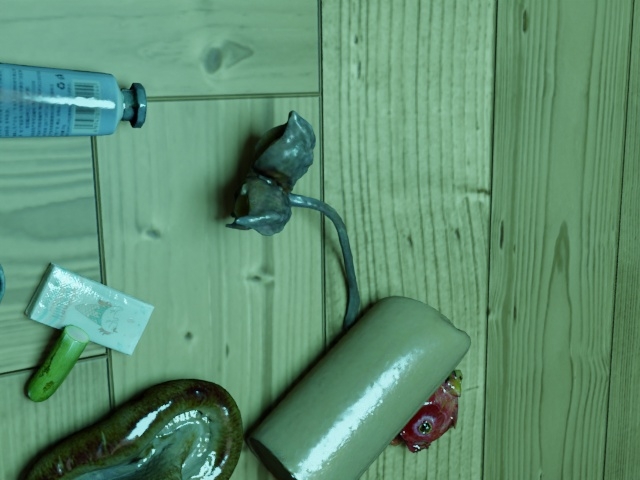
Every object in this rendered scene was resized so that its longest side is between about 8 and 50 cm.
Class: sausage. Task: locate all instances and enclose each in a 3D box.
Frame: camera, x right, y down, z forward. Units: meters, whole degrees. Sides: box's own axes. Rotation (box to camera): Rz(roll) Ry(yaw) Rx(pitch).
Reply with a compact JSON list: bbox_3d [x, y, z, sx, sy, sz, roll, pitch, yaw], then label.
[{"bbox_3d":[0.044,0.173,0.902,0.253,0.123,0.123,-44,119,-18],"label":"sausage"}]

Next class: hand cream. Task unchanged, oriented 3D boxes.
[{"bbox_3d":[-0.277,-0.122,0.688,0.256,0.055,0.088,-3,110,-29],"label":"hand cream"}]

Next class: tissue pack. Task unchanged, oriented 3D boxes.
[{"bbox_3d":[-0.219,0.067,0.777,0.108,0.023,0.056,27,87,-32],"label":"tissue pack"}]

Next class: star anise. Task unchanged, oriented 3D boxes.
[{"bbox_3d":[0.000,0.000,0.837,0.228,0.148,0.218,26,128,-22],"label":"star anise"}]

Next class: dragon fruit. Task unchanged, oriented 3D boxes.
[{"bbox_3d":[0.131,0.208,0.996,0.126,0.068,0.112,9,97,-32],"label":"dragon fruit"}]

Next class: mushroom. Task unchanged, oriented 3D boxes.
[{"bbox_3d":[-0.143,0.231,0.738,0.227,0.218,0.148,-36,109,-21],"label":"mushroom"}]

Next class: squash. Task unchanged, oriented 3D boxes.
[{"bbox_3d":[-0.247,0.119,0.757,0.027,0.027,0.083,26,107,-33],"label":"squash"}]

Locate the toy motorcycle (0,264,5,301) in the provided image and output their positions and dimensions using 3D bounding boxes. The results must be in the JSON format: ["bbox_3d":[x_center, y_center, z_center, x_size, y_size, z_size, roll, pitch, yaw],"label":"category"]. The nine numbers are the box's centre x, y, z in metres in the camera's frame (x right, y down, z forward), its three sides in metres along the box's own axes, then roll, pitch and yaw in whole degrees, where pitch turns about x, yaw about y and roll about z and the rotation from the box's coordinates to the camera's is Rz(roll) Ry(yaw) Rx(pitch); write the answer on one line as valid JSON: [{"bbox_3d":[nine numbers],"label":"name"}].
[{"bbox_3d":[-0.381,-0.006,0.608,0.297,0.109,0.198,-4,109,-42],"label":"toy motorcycle"}]
